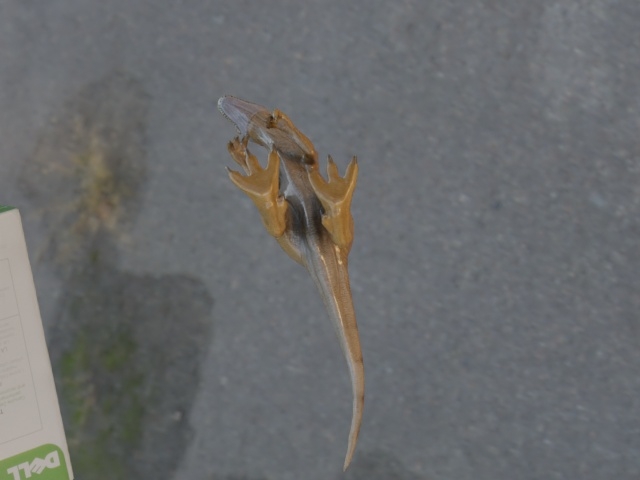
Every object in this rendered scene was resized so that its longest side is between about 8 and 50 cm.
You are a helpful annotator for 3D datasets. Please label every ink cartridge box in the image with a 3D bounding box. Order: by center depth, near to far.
[{"bbox_3d":[-0.198,0.094,0.850,0.062,0.109,0.209,4,108,52],"label":"ink cartridge box"}]

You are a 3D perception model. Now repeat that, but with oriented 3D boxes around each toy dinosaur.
[{"bbox_3d":[0.000,0.000,0.844,0.064,0.112,0.211,-19,67,2],"label":"toy dinosaur"}]
